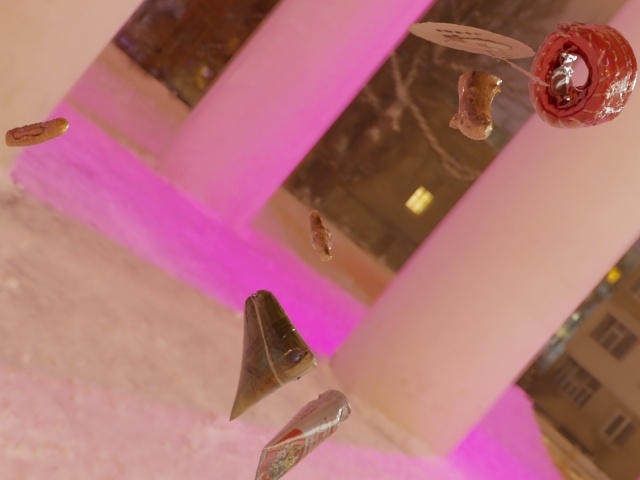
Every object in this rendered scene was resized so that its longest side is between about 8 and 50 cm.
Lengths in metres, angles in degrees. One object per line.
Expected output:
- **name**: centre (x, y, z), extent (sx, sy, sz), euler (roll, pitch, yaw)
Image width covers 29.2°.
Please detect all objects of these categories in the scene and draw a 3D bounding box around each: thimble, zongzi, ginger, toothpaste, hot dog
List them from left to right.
- **hot dog**: centre (-0.493, -0.185, 2.122), extent (0.137, 0.044, 0.028), euler (-6, -24, 28)
- **zongzi**: centre (-0.075, 0.119, 1.302), extent (0.104, 0.113, 0.052), euler (55, 0, 22)
- **toothpaste**: centre (-0.034, 0.274, 1.690), extent (0.057, 0.089, 0.234), euler (25, 28, 21)
- **ginger**: centre (0.000, 0.000, 1.730), extent (0.048, 0.030, 0.097), euler (54, 15, -43)
- **ginger**: centre (0.193, -0.172, 1.525), extent (0.057, 0.137, 0.044), euler (8, -43, 6)
- **thimble**: centre (0.470, -0.292, 2.202), extent (0.163, 0.190, 0.125), euler (25, 27, 35)

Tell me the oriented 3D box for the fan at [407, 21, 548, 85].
- **fan**: centre (0.241, -0.262, 1.727), extent (0.190, 0.009, 0.329), euler (2, 23, -23)
